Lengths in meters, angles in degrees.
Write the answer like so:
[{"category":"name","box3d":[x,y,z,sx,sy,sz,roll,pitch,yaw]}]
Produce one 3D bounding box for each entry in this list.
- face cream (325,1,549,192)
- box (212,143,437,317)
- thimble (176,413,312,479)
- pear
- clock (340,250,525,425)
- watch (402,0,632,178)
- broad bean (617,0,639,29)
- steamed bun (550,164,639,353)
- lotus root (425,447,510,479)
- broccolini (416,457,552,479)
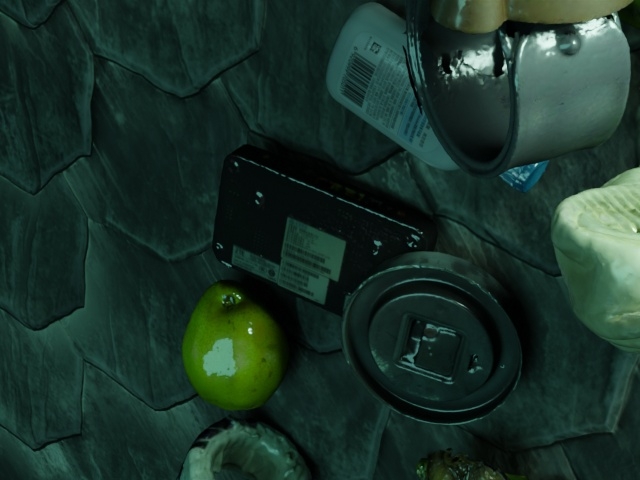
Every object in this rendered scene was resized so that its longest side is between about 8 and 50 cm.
[{"category":"face cream","box3d":[0.160,-0.182,1.658,0.337,0.080,0.163,37,130,19]},{"category":"box","box3d":[0.000,0.000,1.866,0.350,0.058,0.211,23,127,18]},{"category":"thimble","box3d":[-0.136,0.436,2.145,0.237,0.237,0.150,42,136,15]},{"category":"pear","box3d":[-0.144,0.174,2.038,0.187,0.187,0.219,19,117,32]},{"category":"clock","box3d":[0.168,0.145,1.792,0.281,0.055,0.280,10,121,16]},{"category":"watch","box3d":[0.222,-0.260,1.446,0.327,0.314,0.335,95,153,-48]},{"category":"broad bean","box3d":[0.446,-0.266,1.402,0.297,0.043,0.060,4,104,37]},{"category":"steamed bun","box3d":[0.407,0.051,1.433,0.268,0.280,0.207,16,119,33]},{"category":"lotus root","box3d":[0.252,0.460,1.865,0.167,0.078,0.329,7,134,47]},{"category":"broccolini","box3d":[0.308,0.399,1.845,0.392,0.074,0.078,4,108,37]}]
